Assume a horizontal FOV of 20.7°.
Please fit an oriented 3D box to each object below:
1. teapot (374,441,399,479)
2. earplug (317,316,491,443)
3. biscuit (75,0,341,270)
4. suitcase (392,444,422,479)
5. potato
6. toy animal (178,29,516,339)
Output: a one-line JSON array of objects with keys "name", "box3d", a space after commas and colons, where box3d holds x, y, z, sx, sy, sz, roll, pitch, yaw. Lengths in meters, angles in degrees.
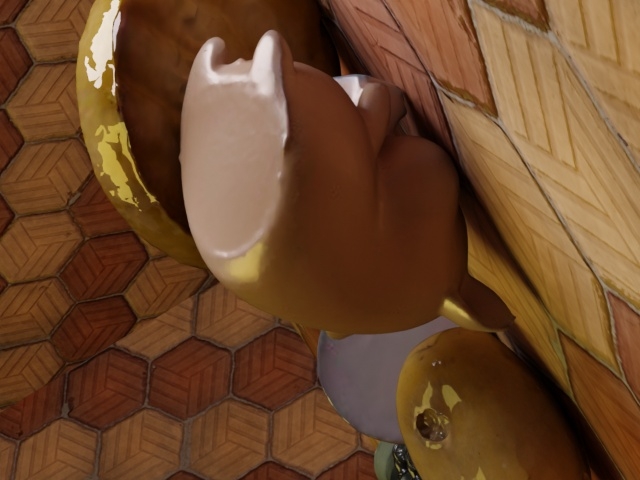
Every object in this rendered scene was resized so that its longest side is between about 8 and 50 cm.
[{"name": "teapot", "box3d": [0.157, 0.324, 2.359, 0.225, 0.171, 0.203, -118, 30, -69]}, {"name": "earplug", "box3d": [0.097, 0.138, 1.840, 0.172, 0.172, 0.301, 57, 180, 12]}, {"name": "biscuit", "box3d": [-0.093, -0.119, 1.520, 0.102, 0.296, 0.296, -9, 120, 40]}, {"name": "suitcase", "box3d": [0.212, 0.358, 2.098, 0.312, 0.128, 0.202, 58, 175, 2]}, {"name": "potato", "box3d": [0.157, 0.187, 1.597, 0.234, 0.150, 0.146, 61, -162, 23]}, {"name": "toy animal", "box3d": [0.009, -0.033, 1.420, 0.256, 0.212, 0.195, 15, 167, -37]}]
